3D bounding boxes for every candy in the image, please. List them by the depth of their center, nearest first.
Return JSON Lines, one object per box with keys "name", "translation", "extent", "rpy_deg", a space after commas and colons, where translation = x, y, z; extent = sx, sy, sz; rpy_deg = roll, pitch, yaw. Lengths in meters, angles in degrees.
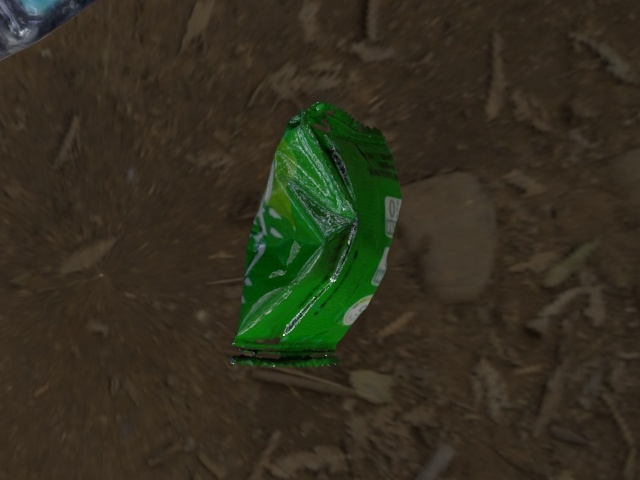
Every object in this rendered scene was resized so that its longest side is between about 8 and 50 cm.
{"name": "candy", "translation": [0.002, 0.001, 1.226], "extent": [0.141, 0.078, 0.203], "rpy_deg": [12, 92, -44]}

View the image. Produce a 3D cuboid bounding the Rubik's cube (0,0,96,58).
{"name": "Rubik's cube", "translation": [-0.249, -0.329, 1.259], "extent": [0.316, 0.313, 0.318], "rpy_deg": [-40, 106, -25]}
